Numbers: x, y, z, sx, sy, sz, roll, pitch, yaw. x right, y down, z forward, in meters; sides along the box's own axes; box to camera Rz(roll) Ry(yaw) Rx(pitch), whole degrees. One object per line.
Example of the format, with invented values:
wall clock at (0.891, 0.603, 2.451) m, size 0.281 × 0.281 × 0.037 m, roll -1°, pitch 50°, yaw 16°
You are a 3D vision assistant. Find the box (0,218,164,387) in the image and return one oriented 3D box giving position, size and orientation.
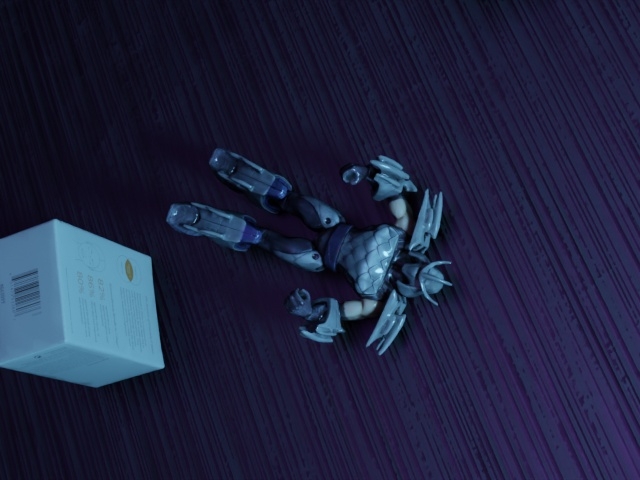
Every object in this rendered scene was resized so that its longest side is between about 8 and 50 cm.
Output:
box at (-0.249, 0.069, 1.279) m, size 0.091 × 0.170 × 0.130 m, roll -18°, pitch 68°, yaw 22°

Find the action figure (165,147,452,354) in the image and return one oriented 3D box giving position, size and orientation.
action figure at (0.000, 0.000, 1.210) m, size 0.285 × 0.099 × 0.185 m, roll 21°, pitch 78°, yaw 27°
